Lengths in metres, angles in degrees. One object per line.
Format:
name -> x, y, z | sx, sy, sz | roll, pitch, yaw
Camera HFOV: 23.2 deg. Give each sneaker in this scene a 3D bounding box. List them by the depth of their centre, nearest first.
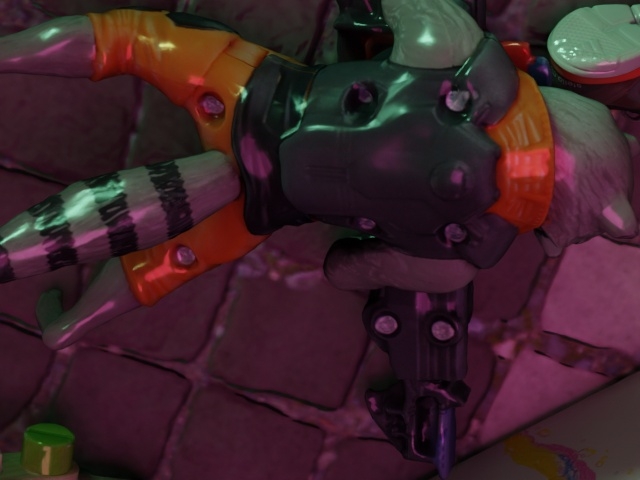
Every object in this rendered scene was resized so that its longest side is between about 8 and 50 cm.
sneaker -> 0.197, -0.097, 0.838 | 0.158, 0.061, 0.065 | -5, 139, -2

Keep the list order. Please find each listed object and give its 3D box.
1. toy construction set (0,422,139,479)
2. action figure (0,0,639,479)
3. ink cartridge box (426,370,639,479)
toy construction set -> -0.207, 0.216, 0.877 | 0.215, 0.151, 0.328 | 8, 121, -7
action figure -> 0.000, 0.000, 0.791 | 0.330, 0.178, 0.341 | -7, 110, 8
ink cartridge box -> 0.155, 0.219, 0.912 | 0.353, 0.119, 0.207 | -27, 111, 5
